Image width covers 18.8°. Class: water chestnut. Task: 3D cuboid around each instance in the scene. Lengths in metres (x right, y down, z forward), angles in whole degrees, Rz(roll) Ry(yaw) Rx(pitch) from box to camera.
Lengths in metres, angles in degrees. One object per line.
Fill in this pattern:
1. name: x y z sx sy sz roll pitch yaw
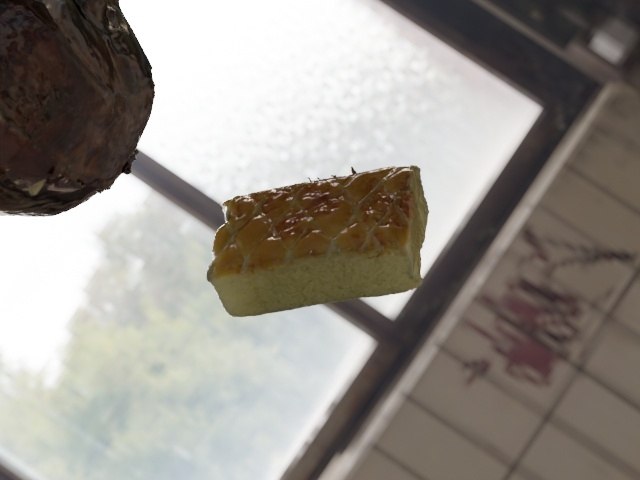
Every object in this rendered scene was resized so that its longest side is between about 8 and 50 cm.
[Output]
1. water chestnut: -0.353 -0.175 2.087 0.302 0.350 0.350 -25 4 18

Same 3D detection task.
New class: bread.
1. bread: -0.001 0.000 1.725 0.125 0.188 0.068 -81 -22 -53
